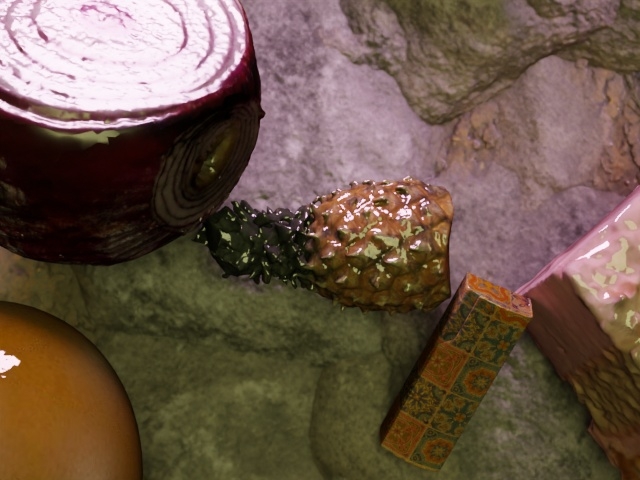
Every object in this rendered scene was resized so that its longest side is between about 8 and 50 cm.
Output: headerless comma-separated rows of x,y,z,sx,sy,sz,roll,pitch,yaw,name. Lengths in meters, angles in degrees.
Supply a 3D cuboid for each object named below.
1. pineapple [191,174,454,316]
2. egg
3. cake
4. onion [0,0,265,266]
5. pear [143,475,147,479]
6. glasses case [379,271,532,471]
0.000,0.000,1.095,0.279,0.158,0.157,4,83,-4,pineapple
-0.298,0.224,0.885,0.283,0.282,0.351,10,61,-7,egg
0.401,0.080,1.074,0.314,0.293,0.306,-40,85,-15,cake
-0.207,-0.111,1.021,0.282,0.260,0.336,23,46,13,onion
-0.224,0.298,1.049,0.141,0.104,0.141,-6,63,12,pear
0.141,0.144,1.088,0.075,0.049,0.218,23,115,-6,glasses case
